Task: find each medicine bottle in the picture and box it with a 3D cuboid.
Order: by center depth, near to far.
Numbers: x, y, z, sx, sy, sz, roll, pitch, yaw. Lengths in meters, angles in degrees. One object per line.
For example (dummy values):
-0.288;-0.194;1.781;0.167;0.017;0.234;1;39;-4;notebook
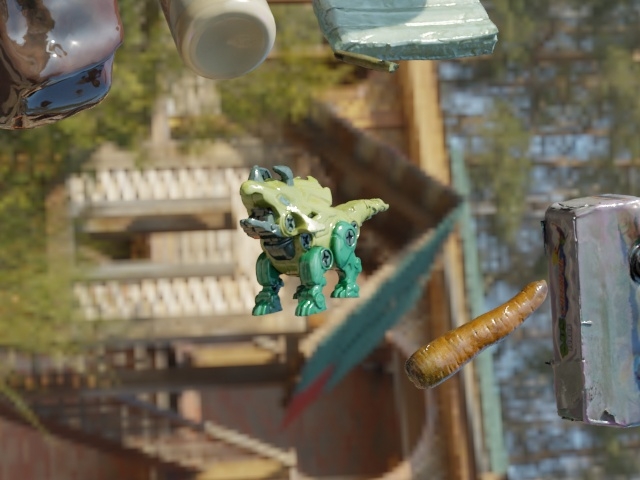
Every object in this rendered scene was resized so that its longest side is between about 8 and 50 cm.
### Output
-0.134;-0.298;1.912;0.252;0.114;0.114;-113;-159;-43;medicine bottle

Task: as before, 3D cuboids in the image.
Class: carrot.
0.178;0.102;1.861;0.047;0.191;0.047;56;-6;8;carrot

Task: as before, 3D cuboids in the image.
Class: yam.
0.046;-0.187;1.743;0.107;0.014;0.014;22;-64;53;yam

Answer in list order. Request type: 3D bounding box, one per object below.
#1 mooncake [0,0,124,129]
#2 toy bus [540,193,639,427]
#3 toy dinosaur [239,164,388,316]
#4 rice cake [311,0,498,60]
-0.333;-0.298;1.801;0.326;0.174;0.334;62;-29;10;mooncake
0.380;0.100;2.256;0.112;0.138;0.317;7;-78;63;toy bus
0.000;0.000;1.752;0.259;0.094;0.153;-1;90;-54;toy dinosaur
0.098;-0.257;1.965;0.124;0.211;0.038;-112;-153;-45;rice cake
